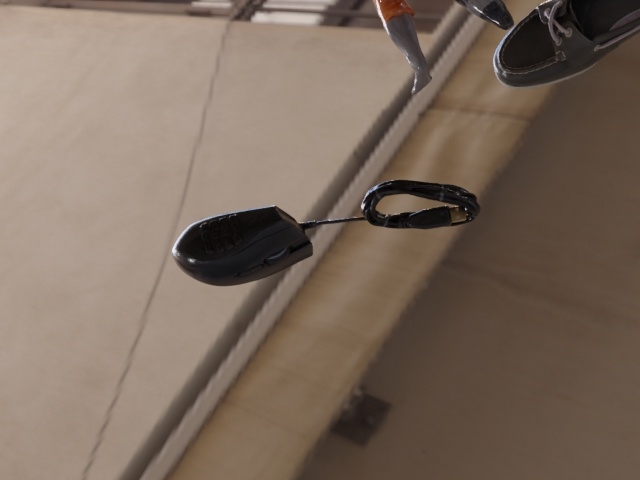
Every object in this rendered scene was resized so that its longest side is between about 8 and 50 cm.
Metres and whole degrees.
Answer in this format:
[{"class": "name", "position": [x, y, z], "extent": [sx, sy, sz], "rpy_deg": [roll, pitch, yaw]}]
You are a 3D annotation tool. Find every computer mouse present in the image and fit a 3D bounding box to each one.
[{"class": "computer mouse", "position": [0.000, 0.000, 0.887], "extent": [0.071, 0.242, 0.041], "rpy_deg": [55, -149, -48]}]

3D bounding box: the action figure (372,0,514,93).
[{"class": "action figure", "position": [0.111, -0.366, 1.176], "extent": [0.341, 0.178, 0.330], "rpy_deg": [-37, -82, 13]}]

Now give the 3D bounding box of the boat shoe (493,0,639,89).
[{"class": "boat shoe", "position": [0.366, -0.298, 1.494], "extent": [0.095, 0.335, 0.112], "rpy_deg": [42, -151, -60]}]
